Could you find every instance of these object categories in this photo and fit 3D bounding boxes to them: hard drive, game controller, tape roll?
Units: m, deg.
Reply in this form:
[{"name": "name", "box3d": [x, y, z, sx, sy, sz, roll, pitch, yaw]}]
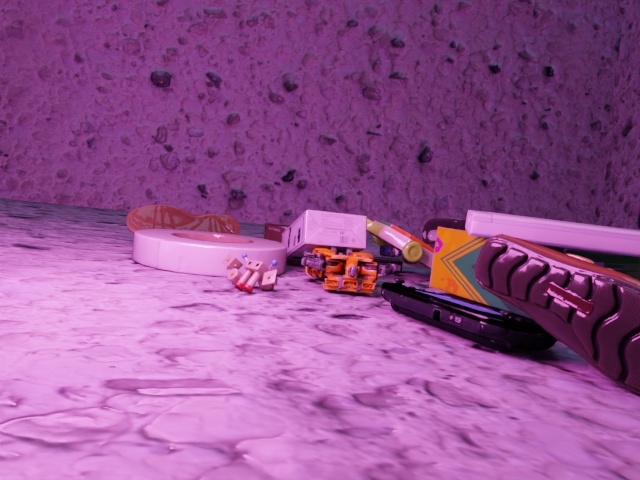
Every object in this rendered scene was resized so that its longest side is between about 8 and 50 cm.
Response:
[{"name": "hard drive", "box3d": [0.467, -0.014, 1.093, 0.352, 0.047, 0.233, 8, 6, 11]}, {"name": "game controller", "box3d": [0.246, 0.122, 0.979, 0.166, 0.067, 0.319, 4, 6, -30]}, {"name": "tape roll", "box3d": [-0.278, 0.027, 1.436, 0.391, 0.072, 0.392, 7, 4, 0]}]

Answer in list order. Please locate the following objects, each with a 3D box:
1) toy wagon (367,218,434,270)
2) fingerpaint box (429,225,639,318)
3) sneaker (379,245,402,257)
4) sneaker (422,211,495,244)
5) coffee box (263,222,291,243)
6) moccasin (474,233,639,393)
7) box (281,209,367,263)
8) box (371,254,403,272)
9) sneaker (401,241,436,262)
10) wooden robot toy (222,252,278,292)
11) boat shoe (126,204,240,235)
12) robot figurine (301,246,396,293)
[{"name": "toy wagon", "box3d": [0.237, 0.013, 1.621, 0.344, 0.068, 0.267, 31, 1, -16]}, {"name": "fingerpaint box", "box3d": [0.547, 0.081, 1.310, 0.444, 0.163, 0.371, 4, 6, -30]}, {"name": "sneaker", "box3d": [0.280, 0.027, 2.163, 0.081, 0.080, 0.211, 3, 6, -3]}, {"name": "sneaker", "box3d": [0.617, -0.017, 2.034, 0.257, 0.169, 0.447, -1, 6, -43]}, {"name": "coffee box", "box3d": [-0.046, 0.006, 1.836, 0.246, 0.098, 0.141, 4, 5, -32]}, {"name": "moccasin", "box3d": [0.393, 0.104, 0.800, 0.146, 0.139, 0.380, 7, 12, -34]}, {"name": "box", "box3d": [0.000, 0.000, 1.544, 0.169, 0.087, 0.290, 5, -13, -14]}, {"name": "box", "box3d": [0.145, 0.065, 1.758, 0.206, 0.036, 0.114, 6, 4, -1]}, {"name": "sneaker", "box3d": [0.393, 0.054, 1.933, 0.267, 0.106, 0.101, -17, -8, 43]}, {"name": "wooden robot toy", "box3d": [-0.129, 0.081, 1.145, 0.173, 0.076, 0.079, 10, -29, 43]}, {"name": "boat shoe", "box3d": [-0.424, -0.024, 1.740, 0.341, 0.122, 0.110, 7, -34, -25]}, {"name": "robot figurine", "box3d": [0.057, 0.066, 1.310, 0.211, 0.085, 0.291, 6, 4, -4]}]
